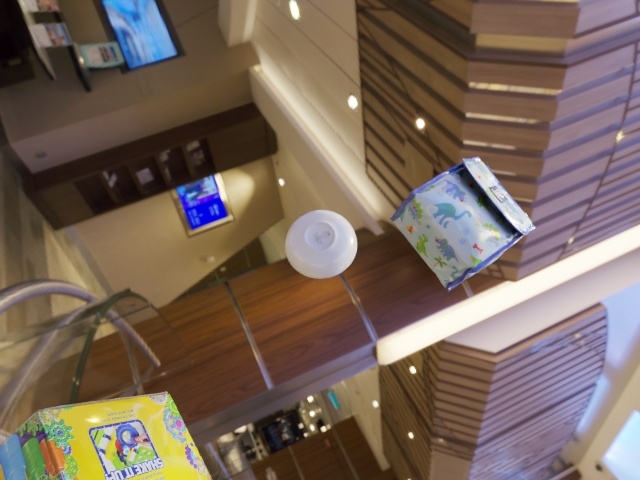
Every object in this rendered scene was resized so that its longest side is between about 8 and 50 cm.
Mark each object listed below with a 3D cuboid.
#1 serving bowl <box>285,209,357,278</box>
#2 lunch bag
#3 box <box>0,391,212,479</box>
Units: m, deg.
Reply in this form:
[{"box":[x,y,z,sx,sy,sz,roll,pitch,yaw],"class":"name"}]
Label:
[{"box":[0.000,0.000,0.609,0.027,0.083,0.083,83,-19,-67],"class":"serving bowl"},{"box":[0.193,-0.031,0.699,0.128,0.151,0.096,55,-27,11],"class":"lunch bag"},{"box":[-0.236,0.350,0.510,0.279,0.290,0.177,53,14,23],"class":"box"}]
